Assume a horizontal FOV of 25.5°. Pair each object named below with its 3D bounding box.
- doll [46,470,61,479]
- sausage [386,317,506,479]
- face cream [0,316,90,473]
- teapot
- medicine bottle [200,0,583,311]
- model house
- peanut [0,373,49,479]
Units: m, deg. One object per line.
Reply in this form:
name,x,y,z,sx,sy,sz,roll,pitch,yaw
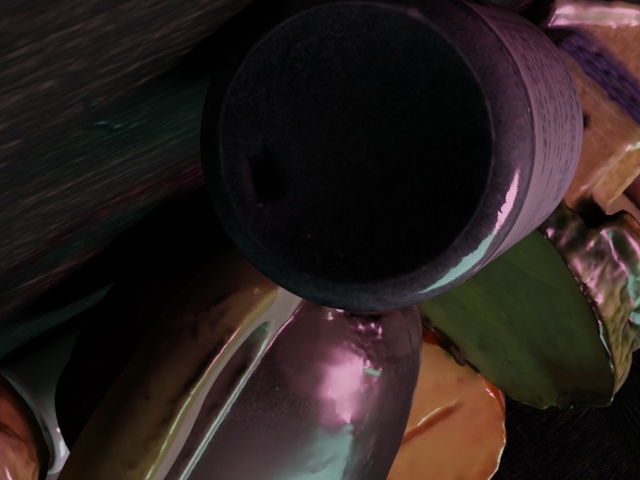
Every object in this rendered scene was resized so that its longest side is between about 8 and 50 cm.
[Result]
doll,-0.173,0.155,1.360,0.251,0.221,0.221,-4,164,-23
sausage,0.066,0.105,1.410,0.233,0.233,0.287,-35,-158,21
face cream,-0.115,0.075,1.217,0.345,0.102,0.102,-31,175,-37
teapot,-0.064,0.065,0.944,0.322,0.239,0.239,1,126,-43
medicine bottle,0.054,-0.053,0.701,0.141,0.141,0.293,-35,175,17
model house,0.206,-0.044,1.146,0.266,0.261,0.321,-44,178,-19
peanut,-0.227,0.139,0.859,0.122,0.137,0.253,-33,174,-24
